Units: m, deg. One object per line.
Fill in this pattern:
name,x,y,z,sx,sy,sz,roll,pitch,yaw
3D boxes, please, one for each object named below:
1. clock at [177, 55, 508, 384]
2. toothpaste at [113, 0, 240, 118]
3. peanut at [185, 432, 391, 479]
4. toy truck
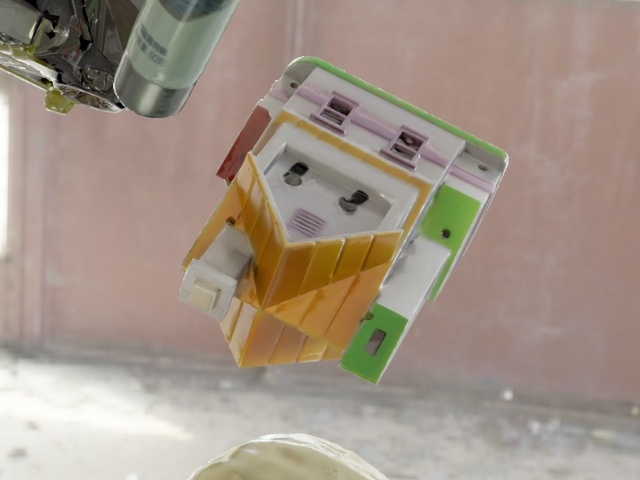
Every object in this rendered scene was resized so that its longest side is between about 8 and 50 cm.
clock,0.000,0.000,1.567,0.235,0.166,0.309,27,39,7
toothpaste,-0.041,-0.144,0.775,0.039,0.239,0.062,-29,70,-41
peanut,0.026,0.169,0.884,0.257,0.123,0.123,20,7,-28
toy truck,-0.301,-0.245,1.369,0.405,0.180,0.254,25,-8,-39
